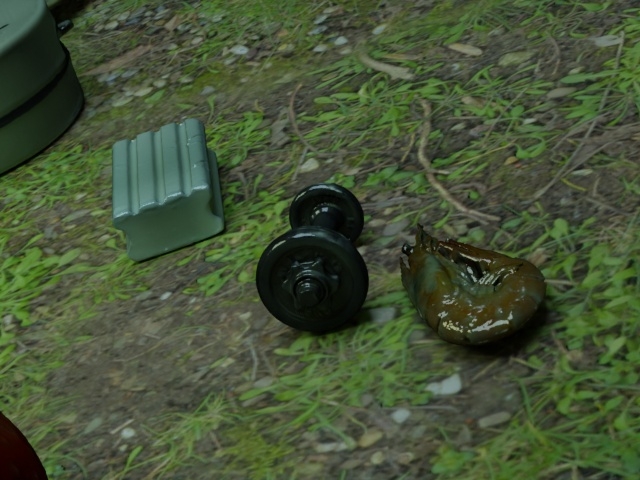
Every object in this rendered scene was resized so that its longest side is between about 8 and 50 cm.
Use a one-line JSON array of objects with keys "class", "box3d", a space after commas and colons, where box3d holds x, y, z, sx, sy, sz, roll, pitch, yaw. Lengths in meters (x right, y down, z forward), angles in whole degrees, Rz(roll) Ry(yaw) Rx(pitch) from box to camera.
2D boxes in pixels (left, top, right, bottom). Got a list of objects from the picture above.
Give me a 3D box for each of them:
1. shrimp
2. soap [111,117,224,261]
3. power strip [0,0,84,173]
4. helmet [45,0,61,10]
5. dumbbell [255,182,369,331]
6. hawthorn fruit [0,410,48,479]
[{"class": "shrimp", "box3d": [0.140, 0.039, 1.551, 0.115, 0.051, 0.217, -20, 28, -11]}, {"class": "soap", "box3d": [-0.180, -0.063, 1.910, 0.119, 0.066, 0.198, -18, 29, 3]}, {"class": "power strip", "box3d": [-0.498, -0.210, 2.270, 0.357, 0.161, 0.357, -15, 29, 8]}, {"class": "helmet", "box3d": [-0.509, -0.391, 2.612, 0.204, 0.137, 0.257, 44, 44, 20]}, {"class": "dumbbell", "box3d": [0.000, 0.000, 1.660, 0.110, 0.110, 0.254, -14, 24, 12]}, {"class": "hawthorn fruit", "box3d": [-0.331, 0.250, 1.320, 0.330, 0.287, 0.287, 25, 49, 23]}]
